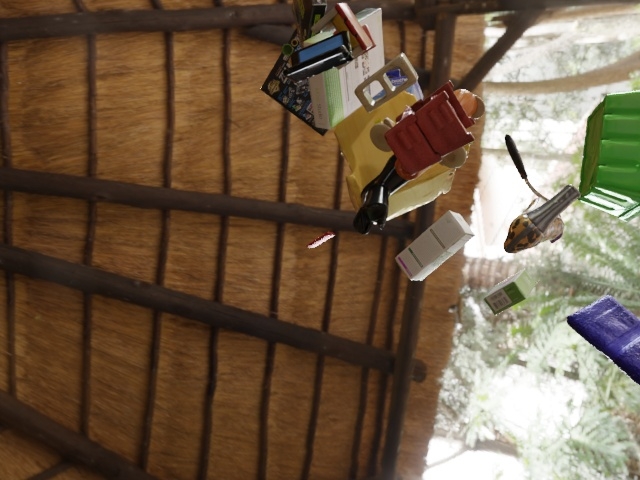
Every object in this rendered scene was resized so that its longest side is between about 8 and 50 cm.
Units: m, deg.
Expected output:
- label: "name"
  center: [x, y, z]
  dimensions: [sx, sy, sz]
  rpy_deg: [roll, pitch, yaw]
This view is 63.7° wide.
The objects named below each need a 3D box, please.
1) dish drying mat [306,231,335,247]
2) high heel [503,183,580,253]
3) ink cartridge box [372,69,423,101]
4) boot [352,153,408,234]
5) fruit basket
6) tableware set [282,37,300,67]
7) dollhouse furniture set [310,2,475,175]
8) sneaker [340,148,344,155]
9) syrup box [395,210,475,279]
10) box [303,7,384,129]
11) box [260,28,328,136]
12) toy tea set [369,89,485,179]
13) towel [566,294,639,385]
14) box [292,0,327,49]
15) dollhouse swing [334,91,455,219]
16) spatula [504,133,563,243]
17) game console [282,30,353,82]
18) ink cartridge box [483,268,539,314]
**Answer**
- label: "dish drying mat"
  center: [0.000, 0.000, 1.373]
  dimensions: [0.032, 0.083, 0.008]
  rpy_deg: [8, -122, -47]
- label: "high heel"
  center: [0.446, -0.012, 1.127]
  dimensions: [0.186, 0.093, 0.261]
  rpy_deg: [-39, -19, -6]
- label: "ink cartridge box"
  center: [0.273, -0.527, 2.160]
  dimensions: [0.151, 0.269, 0.396]
  rpy_deg: [48, -133, -53]
- label: "boot"
  center: [0.198, -0.141, 1.505]
  dimensions: [0.094, 0.246, 0.207]
  rpy_deg: [39, -148, -15]
- label: "fruit basket"
  center: [0.998, -0.244, 1.554]
  dimensions: [0.283, 0.391, 0.393]
  rpy_deg: [54, -128, -76]
- label: "tableware set"
  center: [-0.056, -0.611, 1.742]
  dimensions: [0.154, 0.104, 0.024]
  rpy_deg: [54, -163, -12]
- label: "dollhouse furniture set"
  center: [0.168, -0.344, 1.095]
  dimensions: [0.374, 0.152, 0.201]
  rpy_deg: [54, -153, -12]
- label: "sneaker"
  center: [0.136, -0.350, 1.856]
  dimensions: [0.144, 0.053, 0.059]
  rpy_deg: [-20, -73, -12]
- label: "syrup box"
  center: [0.360, 0.021, 1.633]
  dimensions: [0.237, 0.096, 0.093]
  rpy_deg: [-43, -27, 24]
- label: "box"
  center: [0.078, -0.480, 1.430]
  dimensions: [0.322, 0.058, 0.233]
  rpy_deg: [-45, -41, -40]
- label: "box"
  center: [-0.022, -0.580, 1.858]
  dimensions: [0.296, 0.293, 0.073]
  rpy_deg: [-52, 6, 30]
- label: "toy tea set"
  center: [0.298, -0.283, 1.354]
  dimensions: [0.124, 0.336, 0.200]
  rpy_deg: [-47, -68, -33]
- label: "towel"
  center: [1.021, 0.321, 1.735]
  dimensions: [0.227, 0.308, 0.076]
  rpy_deg: [-18, -46, -25]
- label: "box"
  center: [-0.035, -0.646, 1.421]
  dimensions: [0.184, 0.045, 0.191]
  rpy_deg: [109, 151, -67]
- label: "dollhouse swing"
  center: [0.237, -0.279, 1.792]
  dimensions: [0.315, 0.346, 0.305]
  rpy_deg: [65, 180, -71]
- label: "spatula"
  center: [0.524, -0.137, 1.272]
  dimensions: [0.084, 0.030, 0.297]
  rpy_deg: [90, 157, -73]
- label: "game console"
  center: [-0.008, -0.347, 0.948]
  dimensions: [0.107, 0.122, 0.071]
  rpy_deg: [-18, -89, -72]
- label: "ink cartridge box"
  center: [0.581, 0.146, 1.562]
  dimensions: [0.209, 0.109, 0.062]
  rpy_deg: [-20, -106, -55]
